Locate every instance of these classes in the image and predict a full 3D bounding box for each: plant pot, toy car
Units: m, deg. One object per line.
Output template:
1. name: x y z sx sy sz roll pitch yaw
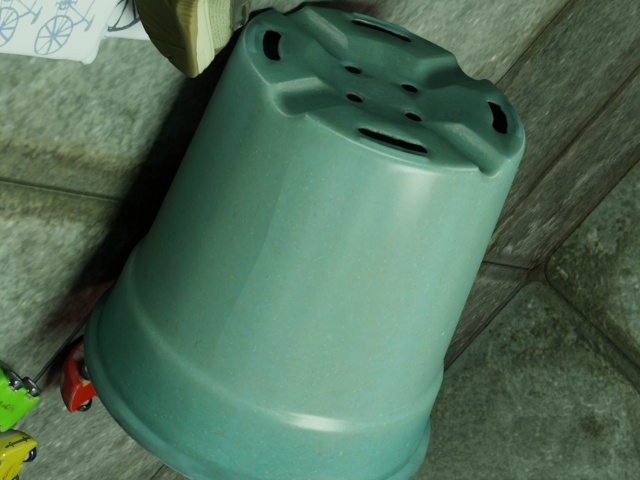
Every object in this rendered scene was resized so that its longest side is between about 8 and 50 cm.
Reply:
1. plant pot: 0.000 0.000 1.185 0.341 0.341 0.334 -22 144 -49
2. toy car: -0.288 0.152 1.284 0.239 0.053 0.225 -44 161 -5

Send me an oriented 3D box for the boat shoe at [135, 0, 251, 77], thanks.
1. boat shoe: -0.078 -0.188 0.863 0.073 0.080 0.223 -45 167 -20

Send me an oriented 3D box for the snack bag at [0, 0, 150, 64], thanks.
1. snack bag: -0.087 -0.248 0.885 0.323 0.037 0.342 -53 160 21
